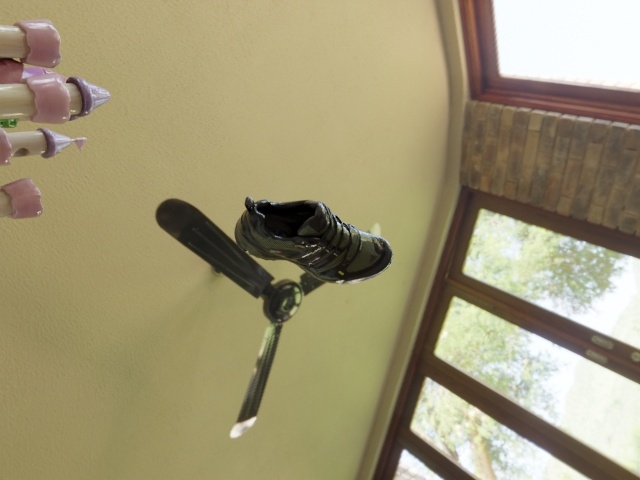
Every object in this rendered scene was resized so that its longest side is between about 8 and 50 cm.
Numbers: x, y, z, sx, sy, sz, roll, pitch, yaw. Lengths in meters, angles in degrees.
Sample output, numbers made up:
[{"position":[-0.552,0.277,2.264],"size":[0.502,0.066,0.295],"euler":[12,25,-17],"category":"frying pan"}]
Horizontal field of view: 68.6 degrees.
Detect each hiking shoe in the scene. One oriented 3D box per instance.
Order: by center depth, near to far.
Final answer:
[{"position":[0.000,0.000,0.630],"size":[0.227,0.114,0.086],"euler":[11,-111,-12],"category":"hiking shoe"}]

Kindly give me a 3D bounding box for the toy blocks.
[{"position":[-0.471,-0.230,0.722],"size":[0.260,0.309,0.288],"euler":[-26,-15,-49],"category":"toy blocks"}]
